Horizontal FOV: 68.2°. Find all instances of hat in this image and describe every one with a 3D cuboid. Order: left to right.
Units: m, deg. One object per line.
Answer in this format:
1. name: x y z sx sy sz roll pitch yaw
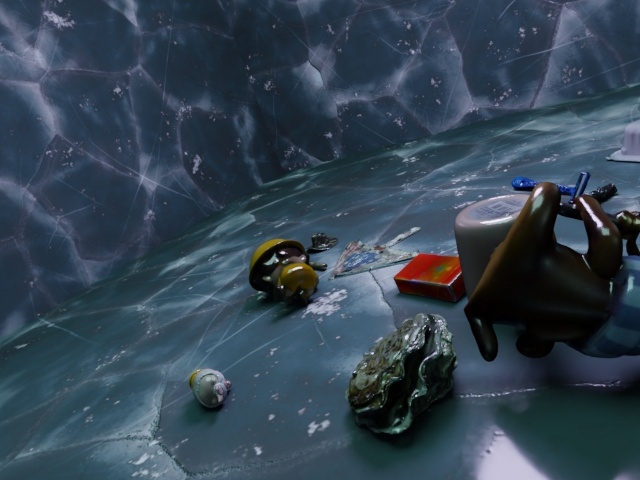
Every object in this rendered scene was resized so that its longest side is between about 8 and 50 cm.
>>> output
1. hat: 0.000 0.000 1.691 0.121 0.050 0.121 -15 16 4

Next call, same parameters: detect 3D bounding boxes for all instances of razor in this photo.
1. razor: 0.694 -0.162 1.440 0.056 0.093 0.324 19 6 -14

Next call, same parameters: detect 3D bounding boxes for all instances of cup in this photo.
1. cup: 0.362 0.038 0.916 0.192 0.200 0.253 -12 19 24

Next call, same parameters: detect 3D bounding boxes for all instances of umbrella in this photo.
1. umbrella: 0.733 -0.117 1.265 0.144 0.037 0.040 -23 30 -20

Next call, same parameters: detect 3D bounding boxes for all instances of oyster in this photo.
1. oyster: 0.150 0.211 0.803 0.268 0.112 0.198 -41 5 -33

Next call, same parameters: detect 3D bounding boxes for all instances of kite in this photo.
1. kite: 0.167 0.034 1.464 0.369 0.014 0.406 -28 19 -24

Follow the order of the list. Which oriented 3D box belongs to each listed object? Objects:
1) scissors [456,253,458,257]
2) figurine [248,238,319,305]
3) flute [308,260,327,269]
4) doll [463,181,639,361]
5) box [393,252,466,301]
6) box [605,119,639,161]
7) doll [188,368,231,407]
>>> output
1. scissors: 0.400 0.057 1.121 0.110 0.021 0.212 -34 21 -33
2. figurine: -0.102 0.083 1.353 0.192 0.167 0.257 -13 14 -28
3. flute: -0.055 0.076 1.556 0.027 0.027 0.233 -31 20 -33
4. doll: 0.407 0.065 0.690 0.340 0.317 0.209 17 6 21
5. box: 0.273 0.083 1.112 0.112 0.048 0.175 -37 22 -27
6. box: 1.075 -0.323 1.417 0.264 0.105 0.337 -22 18 -9
7. doll: -0.217 0.301 0.971 0.084 0.073 0.127 8 -4 -35
